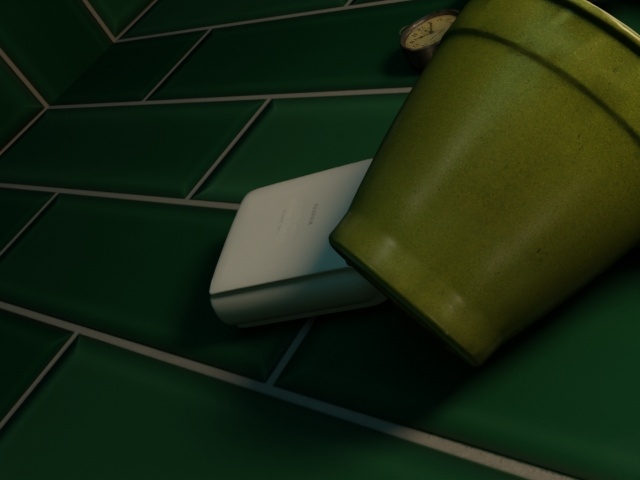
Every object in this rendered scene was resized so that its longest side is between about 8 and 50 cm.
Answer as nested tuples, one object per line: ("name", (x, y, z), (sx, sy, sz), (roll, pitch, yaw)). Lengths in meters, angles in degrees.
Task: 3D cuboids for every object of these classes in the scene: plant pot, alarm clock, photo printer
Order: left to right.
("photo printer", (0.000, 0.000, 1.190), (0.308, 0.107, 0.256), (-12, 41, 28))
("alarm clock", (0.215, -0.395, 1.517), (0.129, 0.064, 0.192), (-39, 38, -6))
("plant pot", (0.207, -0.052, 0.932), (0.353, 0.366, 0.366), (-49, 37, -1))

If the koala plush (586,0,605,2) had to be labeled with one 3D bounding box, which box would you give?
("koala plush", (0.387, -0.489, 1.254), (0.221, 0.196, 0.203), (-23, 76, -15))
